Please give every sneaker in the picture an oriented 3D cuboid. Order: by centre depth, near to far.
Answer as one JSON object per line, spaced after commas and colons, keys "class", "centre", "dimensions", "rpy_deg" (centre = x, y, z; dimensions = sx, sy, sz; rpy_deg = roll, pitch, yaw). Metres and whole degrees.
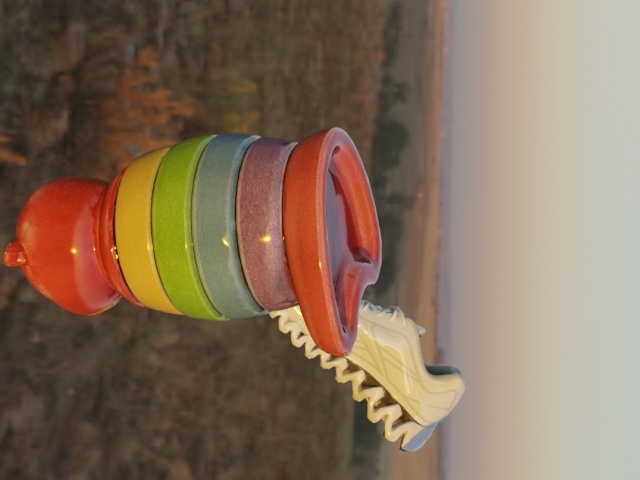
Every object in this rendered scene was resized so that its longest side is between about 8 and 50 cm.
{"class": "sneaker", "centre": [0.045, 0.108, 1.517], "dimensions": [0.118, 0.292, 0.110], "rpy_deg": [-44, -172, 12]}

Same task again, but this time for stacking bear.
{"class": "stacking bear", "centre": [-0.114, -0.003, 1.076], "dimensions": [0.175, 0.289, 0.164], "rpy_deg": [-66, 148, -57]}
